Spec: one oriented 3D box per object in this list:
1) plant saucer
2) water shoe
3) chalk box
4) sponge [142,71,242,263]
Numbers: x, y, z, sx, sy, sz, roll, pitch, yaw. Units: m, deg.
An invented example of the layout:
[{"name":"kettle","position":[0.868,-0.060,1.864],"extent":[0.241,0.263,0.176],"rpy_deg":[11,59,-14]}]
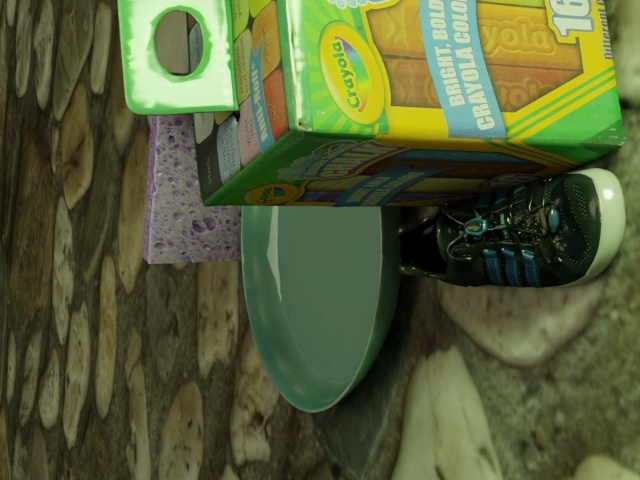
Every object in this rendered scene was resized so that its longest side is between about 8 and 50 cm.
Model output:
[{"name":"plant saucer","position":[0.000,0.000,1.082],"extent":[0.317,0.043,0.318],"rpy_deg":[179,90,-66]},{"name":"water shoe","position":[0.120,0.001,0.775],"extent":[0.203,0.080,0.073],"rpy_deg":[154,112,-63]},{"name":"chalk box","position":[0.018,-0.125,0.746],"extent":[0.179,0.289,0.180],"rpy_deg":[153,114,-63]},{"name":"sponge","position":[-0.131,-0.079,1.274],"extent":[0.031,0.117,0.210],"rpy_deg":[-143,56,-61]}]
